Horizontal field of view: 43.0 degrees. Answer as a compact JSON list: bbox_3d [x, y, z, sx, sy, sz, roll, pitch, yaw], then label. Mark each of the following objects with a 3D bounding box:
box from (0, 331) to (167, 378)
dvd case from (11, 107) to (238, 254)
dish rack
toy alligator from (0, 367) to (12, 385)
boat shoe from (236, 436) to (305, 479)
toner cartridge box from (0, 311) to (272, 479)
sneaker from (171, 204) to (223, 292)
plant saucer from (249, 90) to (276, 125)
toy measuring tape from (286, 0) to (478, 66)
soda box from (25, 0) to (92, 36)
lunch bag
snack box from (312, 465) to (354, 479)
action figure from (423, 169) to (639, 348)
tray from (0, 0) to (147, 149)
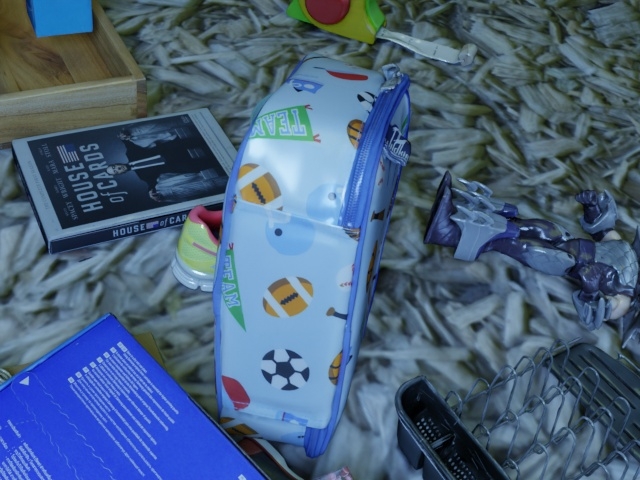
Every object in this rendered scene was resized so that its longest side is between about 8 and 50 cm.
[{"bbox_3d":[-0.213,0.162,0.668,0.201,0.021,0.164,-13,47,-22],"label":"box"},{"bbox_3d":[-0.208,-0.075,0.920,0.239,0.029,0.179,-14,47,-24],"label":"dvd case"},{"bbox_3d":[0.216,0.175,0.695,0.272,0.074,0.208,-19,50,-28],"label":"dish rack"},{"bbox_3d":[-0.330,0.080,0.714,0.051,0.056,0.190,-48,56,2],"label":"toy alligator"},{"bbox_3d":[-0.027,0.206,0.635,0.043,0.049,0.137,-33,55,-33],"label":"boat shoe"},{"bbox_3d":[-0.104,0.206,0.522,0.165,0.075,0.348,-35,52,-24],"label":"toner cartridge box"},{"bbox_3d":[-0.044,-0.001,0.821,0.209,0.094,0.081,-5,43,-17],"label":"sneaker"},{"bbox_3d":[0.009,-0.127,1.008,0.195,0.037,0.195,5,42,-4],"label":"plant saucer"},{"bbox_3d":[0.083,-0.359,1.216,0.330,0.121,0.121,19,43,10],"label":"toy measuring tape"},{"bbox_3d":[-0.316,-0.351,0.956,0.071,0.210,0.067,-13,47,-23],"label":"soda box"},{"bbox_3d":[0.000,0.000,0.663,0.115,0.303,0.243,15,27,7],"label":"lunch bag"},{"bbox_3d":[-0.026,0.235,0.570,0.141,0.037,0.100,-23,59,-3],"label":"snack box"},{"bbox_3d":[0.256,0.011,0.864,0.285,0.099,0.185,18,34,3],"label":"action figure"},{"bbox_3d":[-0.393,-0.276,1.071,0.203,0.076,0.411,-15,49,-24],"label":"tray"}]
